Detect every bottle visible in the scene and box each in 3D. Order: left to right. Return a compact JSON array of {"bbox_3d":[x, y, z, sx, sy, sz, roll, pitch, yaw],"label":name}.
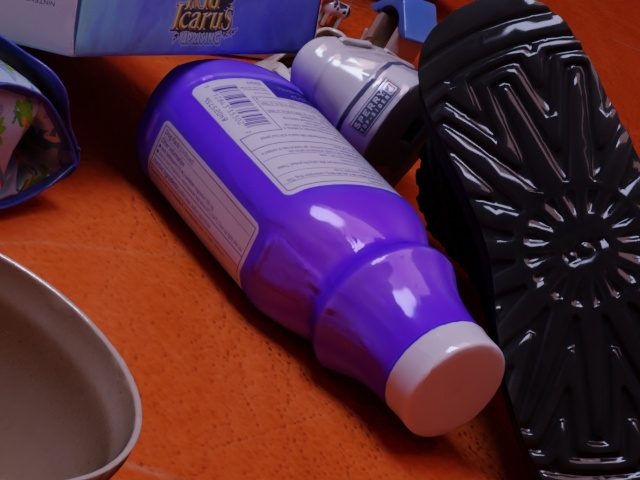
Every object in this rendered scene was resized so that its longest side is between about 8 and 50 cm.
[{"bbox_3d":[0.000,0.000,1.055,0.118,0.092,0.283,3,33,-42],"label":"bottle"}]

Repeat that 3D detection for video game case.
[{"bbox_3d":[-0.168,-0.165,1.142,0.244,0.061,0.269,14,12,28],"label":"video game case"}]

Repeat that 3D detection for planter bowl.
[{"bbox_3d":[-0.160,0.074,0.643,0.162,0.109,0.162,27,21,-11],"label":"planter bowl"}]

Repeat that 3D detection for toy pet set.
[{"bbox_3d":[0.052,-0.192,1.611,0.114,0.065,0.122,11,28,-41],"label":"toy pet set"}]

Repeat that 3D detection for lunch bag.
[{"bbox_3d":[-0.208,-0.078,0.966,0.129,0.096,0.151,34,6,17],"label":"lunch bag"}]

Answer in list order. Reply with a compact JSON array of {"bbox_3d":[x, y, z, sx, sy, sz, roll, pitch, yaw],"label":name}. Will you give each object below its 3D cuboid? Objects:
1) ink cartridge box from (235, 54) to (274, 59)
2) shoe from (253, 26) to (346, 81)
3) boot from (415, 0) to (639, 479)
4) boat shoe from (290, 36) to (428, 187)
[{"bbox_3d":[-0.154,-0.278,1.448,0.289,0.121,0.211,42,24,26],"label":"ink cartridge box"},{"bbox_3d":[-0.022,-0.116,1.342,0.076,0.058,0.219,31,20,3],"label":"shoe"},{"bbox_3d":[0.153,0.035,1.130,0.260,0.131,0.348,80,-5,-74],"label":"boot"},{"bbox_3d":[0.035,-0.098,1.256,0.084,0.095,0.258,38,-1,9],"label":"boat shoe"}]
